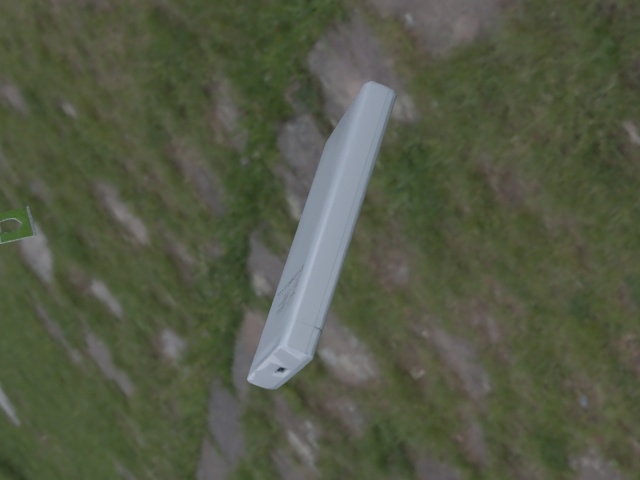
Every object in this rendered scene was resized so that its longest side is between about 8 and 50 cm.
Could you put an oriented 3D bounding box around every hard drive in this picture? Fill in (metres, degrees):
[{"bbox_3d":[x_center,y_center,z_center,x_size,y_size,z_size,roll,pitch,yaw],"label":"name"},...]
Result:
[{"bbox_3d":[0.000,0.000,1.579,0.047,0.353,0.233,20,160,-7],"label":"hard drive"}]

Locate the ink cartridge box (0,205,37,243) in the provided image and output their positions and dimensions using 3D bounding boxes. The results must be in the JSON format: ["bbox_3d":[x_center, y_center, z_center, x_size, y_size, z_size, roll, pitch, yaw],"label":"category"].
[{"bbox_3d":[-0.554,0.041,1.910,0.189,0.255,0.097,-137,34,-68],"label":"ink cartridge box"}]
